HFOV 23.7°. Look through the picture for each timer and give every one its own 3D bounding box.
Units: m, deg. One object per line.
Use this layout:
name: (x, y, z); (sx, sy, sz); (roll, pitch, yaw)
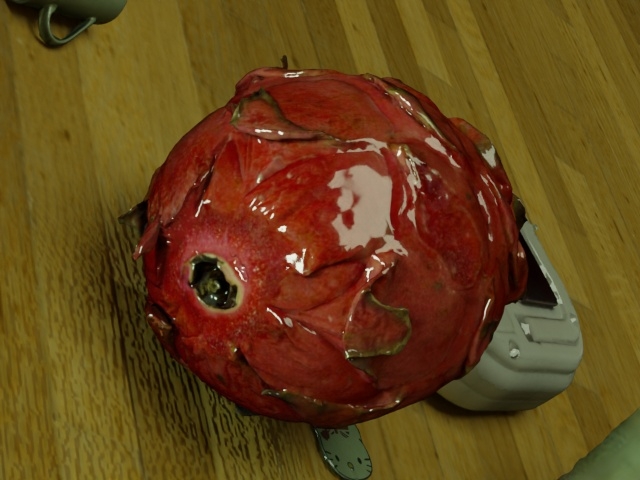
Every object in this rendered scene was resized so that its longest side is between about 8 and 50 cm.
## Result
timer: (0.112, 0.014, 1.259); (0.237, 0.087, 0.262); (8, 51, -56)

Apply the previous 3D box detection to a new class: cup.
cup: (-0.174, -0.175, 1.066); (0.083, 0.054, 0.075); (12, 46, -56)

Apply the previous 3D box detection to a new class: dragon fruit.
dragon fruit: (0.008, 0.003, 0.950); (0.241, 0.241, 0.252); (47, 42, -11)

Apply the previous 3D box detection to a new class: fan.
fan: (0.022, 0.153, 1.030); (0.056, 0.004, 0.083); (14, 45, -53)

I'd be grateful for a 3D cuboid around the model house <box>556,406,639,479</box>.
model house: (0.333, 0.282, 1.105); (0.312, 0.245, 0.280); (12, 40, -44)
